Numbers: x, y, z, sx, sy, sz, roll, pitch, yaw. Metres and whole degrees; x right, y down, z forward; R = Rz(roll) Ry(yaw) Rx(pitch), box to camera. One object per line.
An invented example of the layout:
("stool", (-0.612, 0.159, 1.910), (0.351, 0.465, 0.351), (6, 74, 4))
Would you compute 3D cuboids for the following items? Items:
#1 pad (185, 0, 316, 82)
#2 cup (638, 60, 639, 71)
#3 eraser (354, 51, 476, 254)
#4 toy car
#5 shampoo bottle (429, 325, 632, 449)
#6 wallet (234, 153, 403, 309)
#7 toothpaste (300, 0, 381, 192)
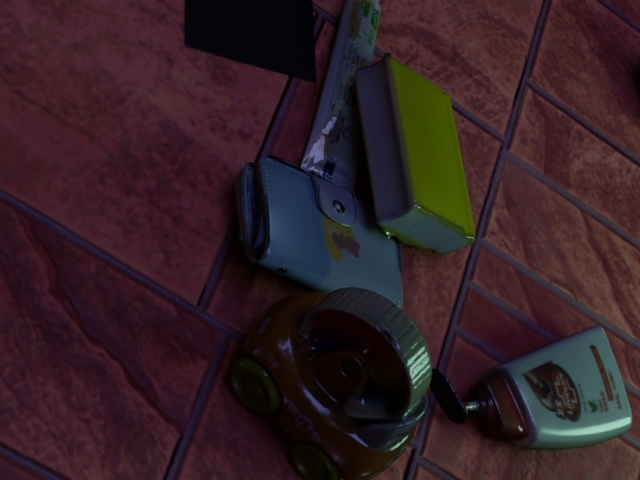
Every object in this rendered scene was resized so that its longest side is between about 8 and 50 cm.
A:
("pad", (-0.088, -0.278, 1.867), (0.190, 0.004, 0.127), (13, 63, -30))
("cup", (0.543, -0.223, 2.204), (0.120, 0.120, 0.141), (-1, 61, -35))
("eraser", (0.120, -0.103, 1.852), (0.158, 0.069, 0.226), (27, 49, -52))
("toy car", (0.036, 0.148, 1.620), (0.235, 0.235, 0.145), (52, 51, -3))
("shampoo bottle", (0.262, 0.192, 1.846), (0.284, 0.071, 0.153), (-2, 69, -36))
("wallet", (0.000, 0.000, 1.759), (0.231, 0.069, 0.170), (26, 46, -35))
("toothpaste", (0.037, -0.211, 1.892), (0.058, 0.056, 0.314), (4, 63, 17))
